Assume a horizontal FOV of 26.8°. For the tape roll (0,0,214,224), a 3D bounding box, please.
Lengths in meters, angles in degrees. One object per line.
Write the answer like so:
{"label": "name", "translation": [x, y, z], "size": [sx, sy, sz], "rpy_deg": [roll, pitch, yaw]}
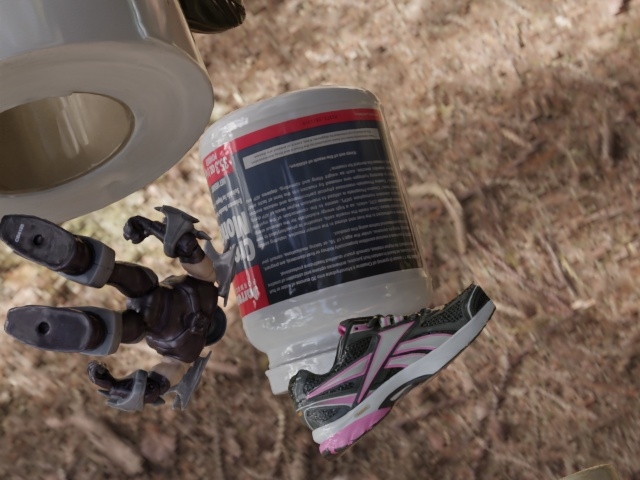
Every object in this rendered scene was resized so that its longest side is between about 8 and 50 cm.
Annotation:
{"label": "tape roll", "translation": [-0.232, -0.114, 1.072], "size": [0.286, 0.286, 0.100], "rpy_deg": [-26, 68, 11]}

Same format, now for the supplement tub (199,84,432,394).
{"label": "supplement tub", "translation": [0.000, 0.000, 1.322], "size": [0.191, 0.191, 0.272], "rpy_deg": [-17, 82, 17]}

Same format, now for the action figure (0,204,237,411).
{"label": "action figure", "translation": [-0.160, 0.054, 1.161], "size": [0.099, 0.285, 0.185], "rpy_deg": [3, 80, 24]}

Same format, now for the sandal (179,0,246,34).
{"label": "sandal", "translation": [-0.156, -0.216, 1.246], "size": [0.060, 0.090, 0.219], "rpy_deg": [-20, 7, 41]}

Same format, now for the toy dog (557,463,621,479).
{"label": "toy dog", "translation": [0.147, 0.328, 1.174], "size": [0.220, 0.161, 0.333], "rpy_deg": [56, 130, 36]}

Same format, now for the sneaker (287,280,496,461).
{"label": "sneaker", "translation": [0.052, 0.080, 1.003], "size": [0.178, 0.072, 0.077], "rpy_deg": [-37, 81, -17]}
